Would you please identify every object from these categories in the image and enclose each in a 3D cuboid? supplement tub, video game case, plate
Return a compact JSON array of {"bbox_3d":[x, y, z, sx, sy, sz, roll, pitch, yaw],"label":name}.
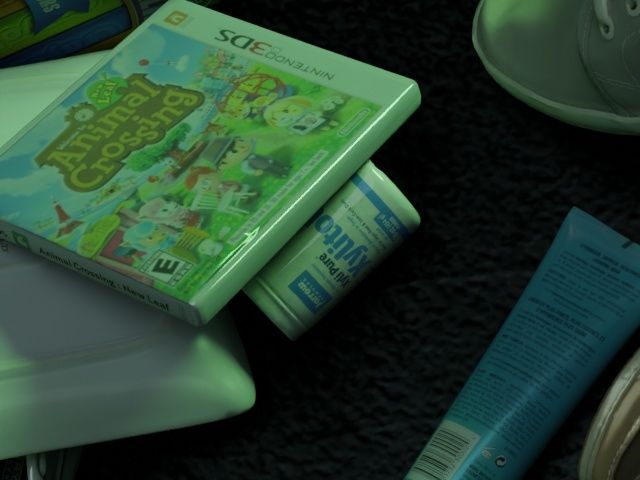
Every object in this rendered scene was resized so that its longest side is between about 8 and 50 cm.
[{"bbox_3d":[0.000,0.000,1.179,0.107,0.071,0.071,-44,63,-1],"label":"supplement tub"},{"bbox_3d":[-0.079,-0.054,1.161,0.193,0.023,0.212,22,53,31],"label":"video game case"},{"bbox_3d":[-0.201,0.000,1.186,0.278,0.045,0.277,-9,60,-16],"label":"plate"}]

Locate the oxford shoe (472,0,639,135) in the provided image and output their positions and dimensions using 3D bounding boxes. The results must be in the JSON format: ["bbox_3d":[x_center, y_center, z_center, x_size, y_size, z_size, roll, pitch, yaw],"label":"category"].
[{"bbox_3d":[0.219,-0.141,1.028,0.169,0.130,0.449,-59,29,-10],"label":"oxford shoe"}]

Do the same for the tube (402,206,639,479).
[{"bbox_3d":[0.119,0.079,1.123,0.080,0.052,0.207,32,77,22],"label":"tube"}]

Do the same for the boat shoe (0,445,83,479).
[{"bbox_3d":[-0.203,0.190,1.168,0.095,0.084,0.258,-4,69,17],"label":"boat shoe"}]

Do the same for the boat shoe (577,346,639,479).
[{"bbox_3d":[0.207,0.076,1.082,0.059,0.063,0.170,33,82,33],"label":"boat shoe"}]

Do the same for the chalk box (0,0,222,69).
[{"bbox_3d":[-0.165,-0.238,1.267,0.289,0.179,0.180,-24,64,9],"label":"chalk box"}]
